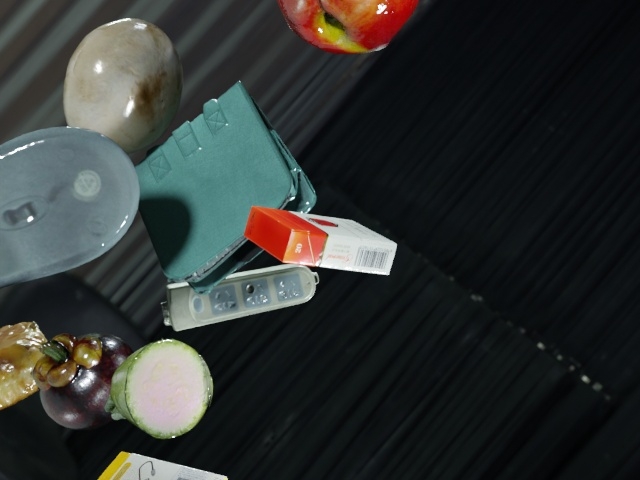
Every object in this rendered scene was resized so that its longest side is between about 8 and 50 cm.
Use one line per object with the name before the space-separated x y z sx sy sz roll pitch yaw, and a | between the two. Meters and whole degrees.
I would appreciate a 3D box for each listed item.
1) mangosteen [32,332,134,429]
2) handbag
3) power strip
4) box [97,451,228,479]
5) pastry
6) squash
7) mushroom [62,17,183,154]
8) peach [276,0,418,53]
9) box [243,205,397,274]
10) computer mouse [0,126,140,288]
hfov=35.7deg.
mangosteen | -0.297 0.167 1.237 0.140 0.140 0.140 41 0 0
handbag | -0.159 -0.080 1.603 0.100 0.269 0.274 36 17 -54
power strip | -0.139 0.096 1.761 0.048 0.286 0.080 -147 -132 -75
box | -0.291 0.448 1.760 0.247 0.129 0.033 6 -51 32
pastry | -0.547 0.217 1.705 0.218 0.229 0.100 -43 116 -51
squash | -0.193 0.159 1.076 0.105 0.105 0.132 41 -28 -26
mushroom | -0.326 -0.249 1.601 0.178 0.226 0.226 26 -4 15
peach | 0.068 -0.504 1.796 0.281 0.338 0.281 17 -24 8
box | 0.000 0.000 1.172 0.152 0.048 0.100 5 13 -34
computer mouse | -0.424 -0.031 1.336 0.122 0.371 0.188 -142 -149 -75
